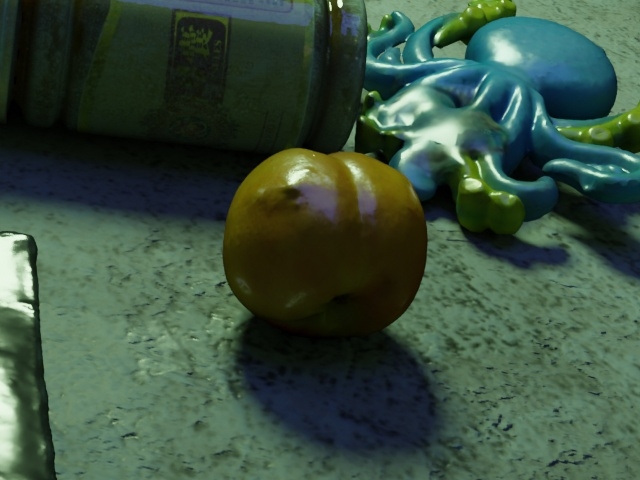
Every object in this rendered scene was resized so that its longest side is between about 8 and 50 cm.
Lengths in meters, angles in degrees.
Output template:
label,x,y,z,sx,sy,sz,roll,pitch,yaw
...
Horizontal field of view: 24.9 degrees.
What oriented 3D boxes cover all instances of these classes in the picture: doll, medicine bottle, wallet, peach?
label,x,y,z,sx,sy,sz,roll,pitch,yaw
doll,0.168,-0.109,1.279,0.346,0.099,0.341,27,44,31
medicine bottle,-0.134,-0.155,1.159,0.322,0.151,0.151,6,30,-12
wallet,-0.233,0.073,0.849,0.146,0.030,0.285,1,30,-15
peach,0.000,0.000,0.967,0.138,0.138,0.138,10,29,-5
